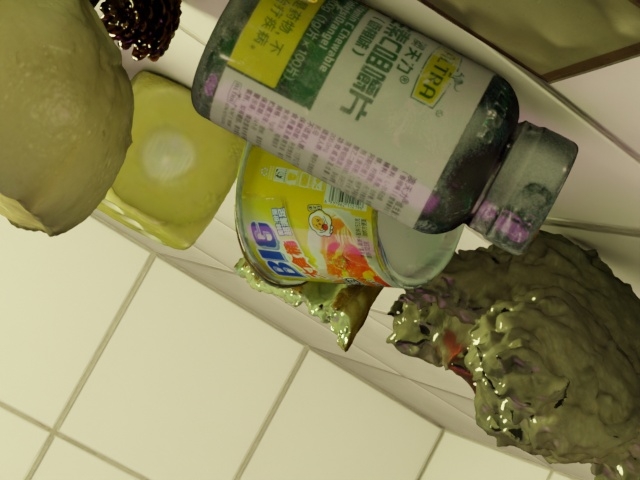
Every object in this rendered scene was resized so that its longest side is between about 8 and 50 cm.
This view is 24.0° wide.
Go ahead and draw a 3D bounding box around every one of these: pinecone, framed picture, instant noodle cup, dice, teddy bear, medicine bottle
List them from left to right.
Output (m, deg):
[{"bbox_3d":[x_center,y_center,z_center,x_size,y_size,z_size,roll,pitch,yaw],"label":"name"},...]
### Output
[{"bbox_3d":[-0.173,-0.212,1.436,0.077,0.077,0.083,21,178,39],"label":"pinecone"},{"bbox_3d":[-0.197,-0.096,1.857,0.166,0.169,0.169,31,171,-12],"label":"dice"},{"bbox_3d":[0.036,-0.045,1.415,0.153,0.205,0.205,9,161,37],"label":"instant noodle cup"},{"bbox_3d":[0.054,-0.098,1.192,0.293,0.141,0.141,29,171,3],"label":"medicine bottle"},{"bbox_3d":[0.133,-0.164,1.003,0.173,0.010,0.231,31,171,-14],"label":"framed picture"},{"bbox_3d":[0.209,0.126,1.452,0.357,0.224,0.367,36,-161,11],"label":"teddy bear"}]

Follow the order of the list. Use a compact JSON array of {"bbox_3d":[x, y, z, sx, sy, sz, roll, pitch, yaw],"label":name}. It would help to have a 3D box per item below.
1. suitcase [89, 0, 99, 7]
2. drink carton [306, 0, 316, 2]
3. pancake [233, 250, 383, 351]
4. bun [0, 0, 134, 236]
[{"bbox_3d":[-0.302,-0.313,1.315,0.285,0.066,0.206,30,172,-9],"label":"suitcase"},{"bbox_3d":[-0.068,-0.221,1.100,0.084,0.074,0.200,36,167,-36],"label":"drink carton"},{"bbox_3d":[0.003,0.004,1.605,0.376,0.197,0.054,-92,-21,-60],"label":"pancake"},{"bbox_3d":[-0.301,-0.170,1.251,0.364,0.202,0.364,35,173,5],"label":"bun"}]
